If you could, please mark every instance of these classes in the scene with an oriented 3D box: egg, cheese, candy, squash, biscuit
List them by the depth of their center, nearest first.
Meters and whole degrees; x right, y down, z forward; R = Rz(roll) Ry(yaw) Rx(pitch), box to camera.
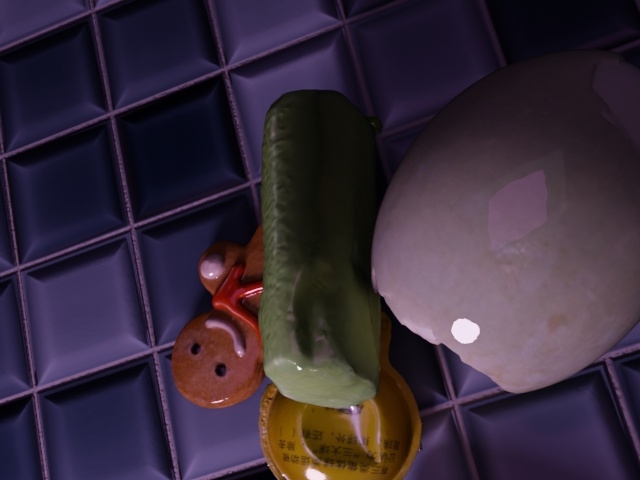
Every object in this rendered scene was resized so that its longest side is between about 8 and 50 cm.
[{"bbox_3d":[0.215,-0.031,1.026,0.278,0.278,0.336,38,93,25],"label":"egg"},{"bbox_3d":[0.000,0.000,1.107,0.132,0.142,0.343,4,60,-9],"label":"candy"},{"bbox_3d":[0.025,0.164,1.130,0.177,0.069,0.270,5,74,0],"label":"cheese"},{"bbox_3d":[-0.054,0.059,1.221,0.324,0.049,0.205,-47,65,2],"label":"biscuit"},{"bbox_3d":[0.032,-0.128,1.260,0.089,0.027,0.027,-15,69,17],"label":"squash"}]
